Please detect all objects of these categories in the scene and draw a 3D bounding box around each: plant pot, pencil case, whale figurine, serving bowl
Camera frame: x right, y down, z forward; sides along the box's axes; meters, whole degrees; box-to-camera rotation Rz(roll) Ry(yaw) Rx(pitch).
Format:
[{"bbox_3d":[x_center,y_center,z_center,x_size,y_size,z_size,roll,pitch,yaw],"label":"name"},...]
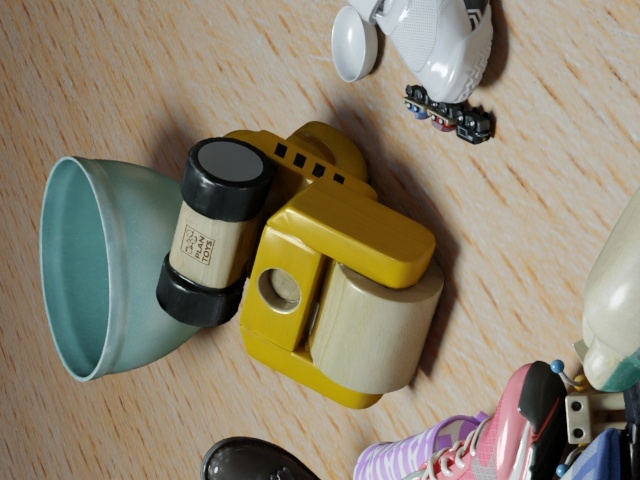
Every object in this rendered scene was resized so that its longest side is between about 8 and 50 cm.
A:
[{"bbox_3d":[-0.233,0.030,2.514,0.293,0.196,0.293,175,90,-66],"label":"plant pot"},{"bbox_3d":[0.107,0.228,1.951,0.206,0.086,0.088,-30,32,61],"label":"pencil case"},{"bbox_3d":[0.285,0.035,1.497,0.216,0.141,0.272,-60,-3,-15],"label":"whale figurine"},{"bbox_3d":[0.042,-0.215,2.086,0.083,0.027,0.083,175,90,-65],"label":"serving bowl"}]

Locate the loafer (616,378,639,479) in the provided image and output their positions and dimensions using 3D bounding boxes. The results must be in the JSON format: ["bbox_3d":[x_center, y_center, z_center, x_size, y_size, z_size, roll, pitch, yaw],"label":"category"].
[{"bbox_3d":[0.268,0.243,1.551,0.109,0.095,0.302,47,-148,-78],"label":"loafer"}]

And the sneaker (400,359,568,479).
[{"bbox_3d":[0.135,0.237,1.781,0.136,0.116,0.314,22,123,15],"label":"sneaker"}]

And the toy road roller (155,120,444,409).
[{"bbox_3d":[0.000,0.000,2.070,0.329,0.240,0.202,29,128,17],"label":"toy road roller"}]

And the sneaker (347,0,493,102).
[{"bbox_3d":[0.024,-0.284,1.896,0.137,0.210,0.366,119,139,-50],"label":"sneaker"}]

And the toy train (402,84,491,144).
[{"bbox_3d":[0.126,-0.127,1.922,0.158,0.027,0.036,36,137,58],"label":"toy train"}]

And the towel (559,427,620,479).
[{"bbox_3d":[0.181,0.309,1.586,0.285,0.034,0.209,117,169,-48],"label":"towel"}]

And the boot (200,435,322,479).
[{"bbox_3d":[0.013,0.299,2.020,0.091,0.263,0.229,-60,19,-7],"label":"boot"}]

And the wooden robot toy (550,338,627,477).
[{"bbox_3d":[0.246,0.162,1.689,0.079,0.076,0.173,-15,-78,-79],"label":"wooden robot toy"}]
